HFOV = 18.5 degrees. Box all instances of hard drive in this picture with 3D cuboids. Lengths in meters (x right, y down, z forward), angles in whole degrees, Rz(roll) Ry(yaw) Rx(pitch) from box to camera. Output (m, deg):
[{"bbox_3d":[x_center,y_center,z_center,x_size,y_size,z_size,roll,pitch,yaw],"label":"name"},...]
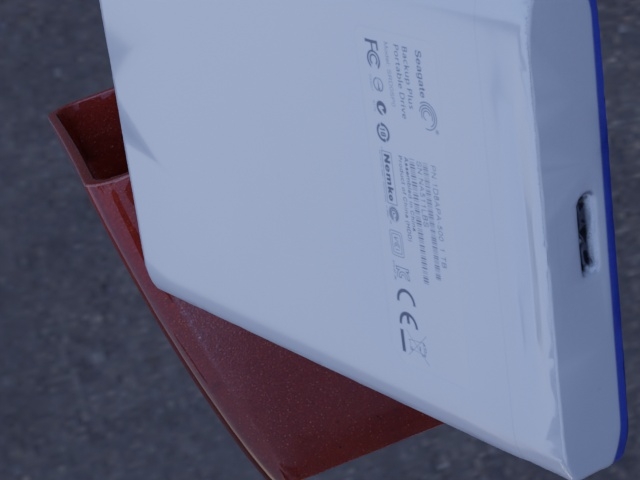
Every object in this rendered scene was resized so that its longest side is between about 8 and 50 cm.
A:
[{"bbox_3d":[0.007,-0.038,0.891,0.319,0.040,0.210,21,126,50],"label":"hard drive"}]

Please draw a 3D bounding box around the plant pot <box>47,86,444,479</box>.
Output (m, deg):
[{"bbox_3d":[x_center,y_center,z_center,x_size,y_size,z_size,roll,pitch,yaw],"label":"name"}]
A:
[{"bbox_3d":[0.000,0.000,1.268,0.267,0.267,0.235,-135,25,-72],"label":"plant pot"}]
